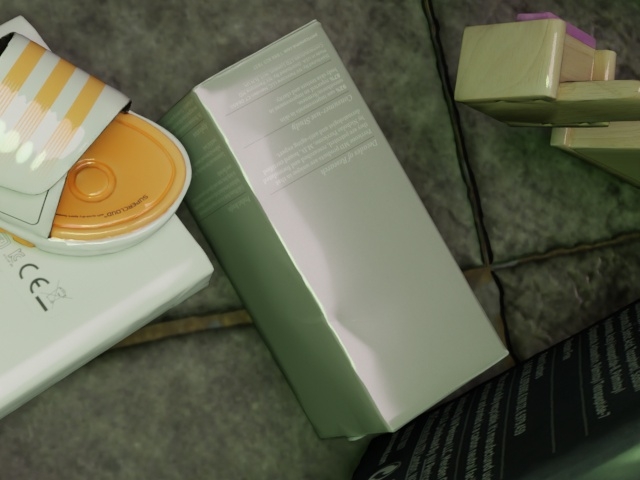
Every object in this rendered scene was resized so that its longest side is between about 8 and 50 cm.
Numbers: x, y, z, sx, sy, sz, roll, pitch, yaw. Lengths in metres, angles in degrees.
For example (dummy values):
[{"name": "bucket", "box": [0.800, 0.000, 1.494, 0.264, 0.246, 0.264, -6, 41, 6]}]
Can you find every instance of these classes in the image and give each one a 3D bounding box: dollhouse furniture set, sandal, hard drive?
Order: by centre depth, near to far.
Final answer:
[{"name": "sandal", "box": [-0.200, -0.076, 0.820, 0.265, 0.076, 0.102, 23, 65, -3]}, {"name": "hard drive", "box": [-0.244, 0.022, 0.834, 0.308, 0.040, 0.203, -33, 79, -22]}, {"name": "dollhouse furniture set", "box": [0.262, -0.201, 0.945, 0.286, 0.198, 0.303, 17, 79, -50]}]

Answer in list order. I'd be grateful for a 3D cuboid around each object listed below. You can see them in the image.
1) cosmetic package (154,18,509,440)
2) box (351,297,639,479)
[{"name": "cosmetic package", "box": [0.000, 0.000, 0.911, 0.107, 0.127, 0.238, -34, 96, -22]}, {"name": "box", "box": [0.325, 0.238, 0.795, 0.472, 0.297, 0.479, -30, 93, 11]}]
